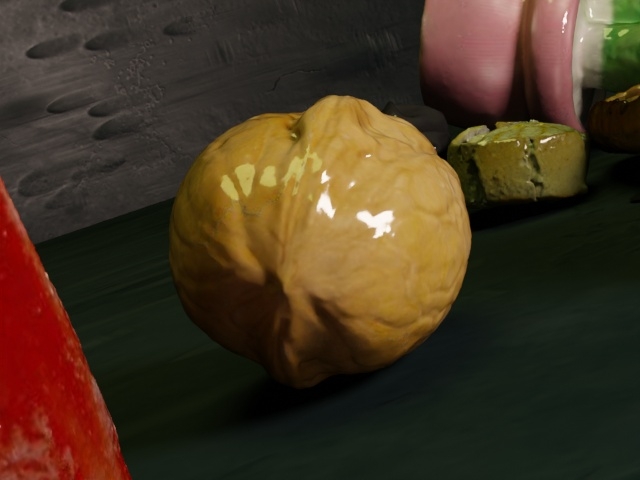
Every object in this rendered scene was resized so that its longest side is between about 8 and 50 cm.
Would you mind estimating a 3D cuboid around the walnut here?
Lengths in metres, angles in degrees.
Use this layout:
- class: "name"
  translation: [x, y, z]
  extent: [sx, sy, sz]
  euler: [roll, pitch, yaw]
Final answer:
- class: "walnut"
  translation: [0.000, 0.000, 0.686]
  extent: [0.159, 0.159, 0.206]
  euler: [-16, 7, 12]

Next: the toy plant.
- class: "toy plant"
  translation: [0.295, -0.206, 1.343]
  extent: [0.356, 0.210, 0.317]
  euler: [0, 12, 23]

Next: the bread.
- class: "bread"
  translation: [0.167, -0.064, 1.066]
  extent: [0.118, 0.064, 0.156]
  euler: [0, 10, 13]

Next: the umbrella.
- class: "umbrella"
  translation: [0.042, -0.035, 1.046]
  extent: [0.118, 0.118, 0.340]
  euler: [-14, 12, 20]

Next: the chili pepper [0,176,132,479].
- class: "chili pepper"
  translation: [-0.159, 0.038, 0.435]
  extent: [0.144, 0.252, 0.136]
  euler: [-9, 27, 7]

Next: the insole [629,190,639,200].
- class: "insole"
  translation: [0.273, -0.049, 0.983]
  extent: [0.045, 0.002, 0.135]
  euler: [-12, 9, 35]

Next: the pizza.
- class: "pizza"
  translation: [0.342, -0.117, 1.065]
  extent: [0.288, 0.074, 0.251]
  euler: [-15, 6, -20]
